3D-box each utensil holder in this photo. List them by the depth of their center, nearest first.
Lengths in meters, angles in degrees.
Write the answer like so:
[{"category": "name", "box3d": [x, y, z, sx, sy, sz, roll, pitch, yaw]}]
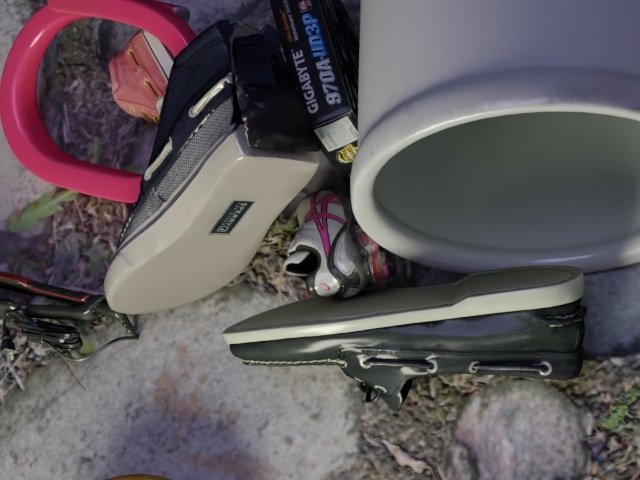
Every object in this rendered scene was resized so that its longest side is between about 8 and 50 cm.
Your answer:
[{"category": "utensil holder", "box3d": [0.192, -0.204, 1.647, 0.327, 0.327, 0.385, -8, 62, 18]}]

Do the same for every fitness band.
[{"category": "fitness band", "box3d": [-0.217, -0.149, 1.881, 0.291, 0.054, 0.209, 14, 103, 35]}]

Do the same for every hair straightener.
[{"category": "hair straightener", "box3d": [-0.291, 0.085, 1.871, 0.230, 0.047, 0.089, 12, 73, 21]}]

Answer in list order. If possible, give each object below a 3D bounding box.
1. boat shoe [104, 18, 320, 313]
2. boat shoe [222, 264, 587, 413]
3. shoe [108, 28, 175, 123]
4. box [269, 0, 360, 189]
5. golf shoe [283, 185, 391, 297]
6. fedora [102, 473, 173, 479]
[{"category": "boat shoe", "box3d": [-0.116, -0.068, 1.744, 0.340, 0.127, 0.158, -43, 52, 45]}, {"category": "boat shoe", "box3d": [0.079, 0.101, 1.675, 0.340, 0.127, 0.113, -9, 101, 11]}, {"category": "shoe", "box3d": [-0.156, -0.140, 1.906, 0.081, 0.063, 0.178, -39, 69, 28]}, {"category": "box", "box3d": [0.009, -0.167, 1.781, 0.051, 0.175, 0.220, -21, 62, 10]}, {"category": "golf shoe", "box3d": [0.000, 0.000, 1.728, 0.086, 0.067, 0.186, -16, 22, -11]}, {"category": "fedora", "box3d": [-0.171, 0.312, 1.697, 0.194, 0.079, 0.194, -6, 64, 12]}]
